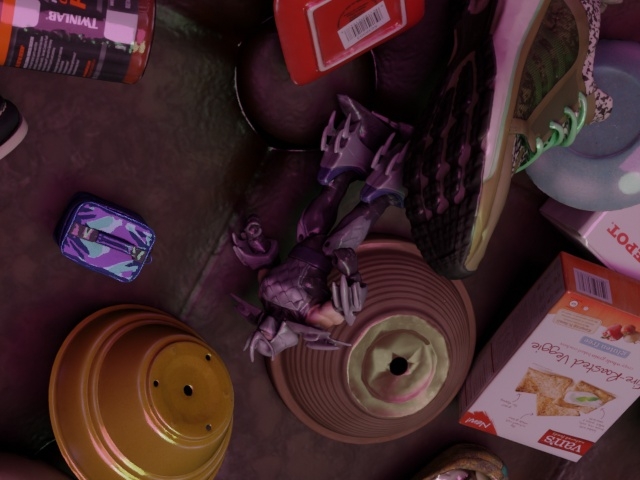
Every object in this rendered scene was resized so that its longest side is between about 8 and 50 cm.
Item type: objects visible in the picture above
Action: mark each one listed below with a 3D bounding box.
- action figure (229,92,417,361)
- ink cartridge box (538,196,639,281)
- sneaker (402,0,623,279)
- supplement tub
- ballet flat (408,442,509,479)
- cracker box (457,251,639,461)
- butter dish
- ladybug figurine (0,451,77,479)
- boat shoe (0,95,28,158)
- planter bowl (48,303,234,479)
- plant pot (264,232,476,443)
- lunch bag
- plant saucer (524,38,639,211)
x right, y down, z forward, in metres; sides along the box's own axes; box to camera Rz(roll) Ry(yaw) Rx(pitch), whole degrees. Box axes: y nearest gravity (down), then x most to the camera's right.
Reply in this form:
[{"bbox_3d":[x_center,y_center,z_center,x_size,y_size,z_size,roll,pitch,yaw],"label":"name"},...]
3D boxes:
[{"bbox_3d":[0.000,0.000,1.470,0.285,0.185,0.099,-59,144,-11],"label":"action figure"},{"bbox_3d":[0.409,-0.059,1.594,0.197,0.114,0.273,42,90,-22],"label":"ink cartridge box"},{"bbox_3d":[0.214,-0.139,1.426,0.182,0.158,0.410,24,70,-18],"label":"sneaker"},{"bbox_3d":[-0.260,-0.210,1.362,0.198,0.106,0.106,6,102,-18],"label":"supplement tub"},{"bbox_3d":[0.070,0.354,1.598,0.348,0.123,0.123,-39,111,-4],"label":"ballet flat"},{"bbox_3d":[0.269,0.131,1.564,0.156,0.067,0.232,19,131,-15],"label":"cracker box"},{"bbox_3d":[0.010,-0.258,1.430,0.160,0.118,0.160,-30,151,-9],"label":"butter dish"},{"bbox_3d":[-0.272,0.395,1.456,0.305,0.162,0.449,-10,111,22],"label":"ladybug figurine"},{"bbox_3d":[-0.446,-0.089,1.328,0.340,0.127,0.113,-16,120,-2],"label":"boat shoe"},{"bbox_3d":[-0.153,0.157,1.435,0.217,0.090,0.217,17,62,-35],"label":"planter bowl"},{"bbox_3d":[0.065,0.118,1.542,0.237,0.110,0.237,-4,105,-14],"label":"plant pot"},{"bbox_3d":[-0.214,-0.001,1.451,0.098,0.065,0.067,23,97,-20],"label":"lunch bag"},{"bbox_3d":[0.296,-0.128,1.517,0.195,0.037,0.194,-5,73,17],"label":"plant saucer"}]
